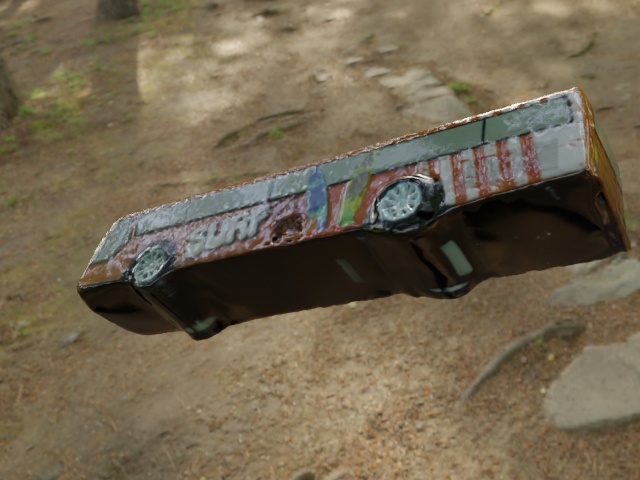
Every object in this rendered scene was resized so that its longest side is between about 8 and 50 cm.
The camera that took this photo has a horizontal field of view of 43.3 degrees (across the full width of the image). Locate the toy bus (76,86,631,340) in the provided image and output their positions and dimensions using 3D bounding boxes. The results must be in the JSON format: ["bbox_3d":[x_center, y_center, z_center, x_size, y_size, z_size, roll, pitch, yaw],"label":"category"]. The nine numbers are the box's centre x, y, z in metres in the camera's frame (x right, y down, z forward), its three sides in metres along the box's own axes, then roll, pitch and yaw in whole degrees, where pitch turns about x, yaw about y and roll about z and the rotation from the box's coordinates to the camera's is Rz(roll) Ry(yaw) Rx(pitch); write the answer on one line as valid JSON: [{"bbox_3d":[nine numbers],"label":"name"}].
[{"bbox_3d":[0.000,0.000,0.573,0.408,0.093,0.092,-12,49,30],"label":"toy bus"}]
